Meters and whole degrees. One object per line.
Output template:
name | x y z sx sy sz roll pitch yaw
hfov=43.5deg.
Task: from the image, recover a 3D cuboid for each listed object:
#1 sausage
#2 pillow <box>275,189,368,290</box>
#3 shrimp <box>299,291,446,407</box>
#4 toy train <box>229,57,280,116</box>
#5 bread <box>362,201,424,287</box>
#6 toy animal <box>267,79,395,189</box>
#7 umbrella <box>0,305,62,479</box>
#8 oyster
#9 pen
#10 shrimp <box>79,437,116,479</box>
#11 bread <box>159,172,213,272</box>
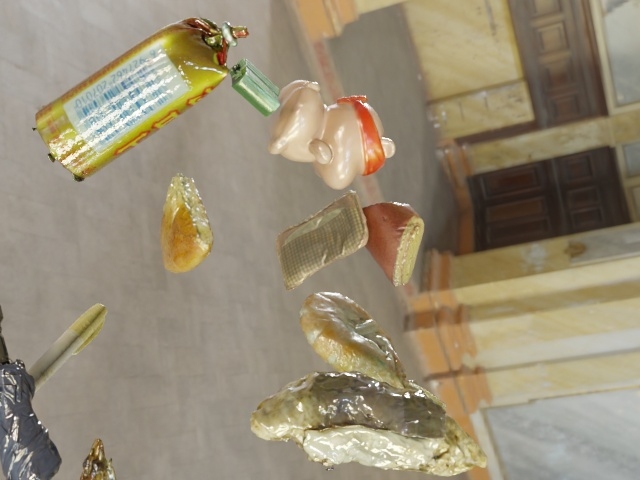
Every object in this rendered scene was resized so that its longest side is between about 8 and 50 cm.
sausage | -0.239 -0.216 1.121 0.117 0.317 0.125 54 5 -40
pillow | 0.000 -0.003 1.528 0.034 0.211 0.135 31 34 -44
shrimp | 0.096 0.202 1.428 0.317 0.077 0.168 40 38 10
toy train | -0.102 -0.235 1.241 0.093 0.038 0.056 39 26 -33
bread | 0.129 -0.018 1.507 0.067 0.119 0.192 21 25 -53
toy animal | 0.016 -0.172 1.310 0.198 0.171 0.171 21 45 -14
umbrella | -0.396 0.203 1.030 0.248 0.071 0.071 66 15 16
oyster | 0.080 0.259 1.144 0.166 0.341 0.110 -61 167 -62
pen | -0.380 0.172 1.146 0.233 0.032 0.040 -54 137 -43
shrimp | -0.394 0.483 1.425 0.145 0.061 0.267 -7 97 -61
bread | -0.207 -0.004 1.171 0.136 0.054 0.154 116 -34 -40
